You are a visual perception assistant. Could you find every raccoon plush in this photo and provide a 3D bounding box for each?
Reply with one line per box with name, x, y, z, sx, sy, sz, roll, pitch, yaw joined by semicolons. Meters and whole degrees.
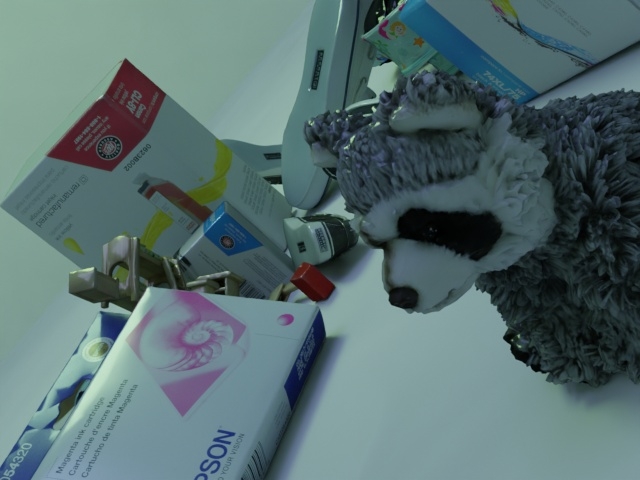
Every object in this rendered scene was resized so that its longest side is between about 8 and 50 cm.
raccoon plush;0.173;-0.095;0.922;0.216;0.299;0.446;-34;21;42

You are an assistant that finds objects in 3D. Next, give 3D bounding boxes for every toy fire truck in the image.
toy fire truck;-0.068;0.100;1.565;0.135;0.047;0.192;-54;16;-20

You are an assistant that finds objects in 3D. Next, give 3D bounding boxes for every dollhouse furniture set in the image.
dollhouse furniture set;-0.217;0.034;1.531;0.161;0.182;0.101;-12;67;22

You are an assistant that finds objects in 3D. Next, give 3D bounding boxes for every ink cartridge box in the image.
ink cartridge box;0.271;-0.325;1.350;0.270;0.197;0.198;-26;32;59
ink cartridge box;-0.197;0.189;1.336;0.330;0.071;0.324;5;43;19
ink cartridge box;-0.274;-0.057;1.867;0.279;0.385;0.160;-41;20;23
ink cartridge box;-0.157;0.067;1.689;0.203;0.148;0.086;-45;15;8

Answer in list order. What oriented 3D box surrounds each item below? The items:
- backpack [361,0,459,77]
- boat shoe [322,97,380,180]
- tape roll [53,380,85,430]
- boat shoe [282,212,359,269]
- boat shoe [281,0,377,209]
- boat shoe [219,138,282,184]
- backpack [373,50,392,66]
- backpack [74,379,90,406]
backpack;0.182;-0.361;1.715;0.225;0.191;0.253;-38;12;41
boat shoe;0.085;-0.142;1.605;0.302;0.114;0.091;-29;19;51
tape roll;-0.358;0.269;1.842;0.286;0.100;0.286;-43;16;16
boat shoe;0.000;0.000;1.594;0.070;0.077;0.219;-16;6;-14
boat shoe;0.044;-0.224;1.859;0.136;0.157;0.367;16;97;59
boat shoe;-0.120;-0.128;2.009;0.229;0.080;0.076;-8;-33;-41
backpack;0.151;-0.467;2.011;0.290;0.273;0.355;-12;51;54
backpack;-0.214;0.190;1.526;0.144;0.166;0.188;-25;30;35
